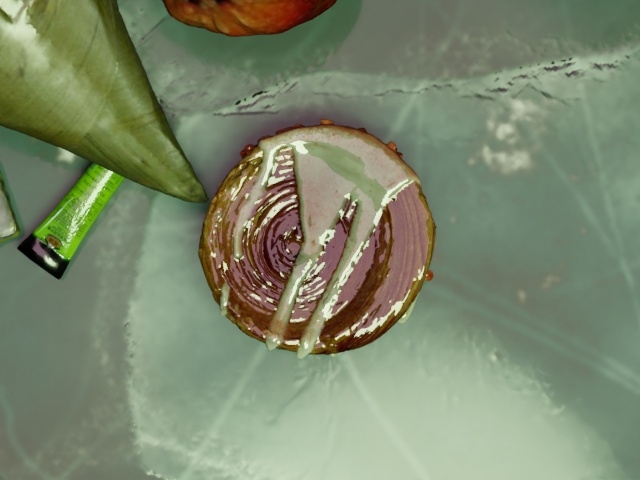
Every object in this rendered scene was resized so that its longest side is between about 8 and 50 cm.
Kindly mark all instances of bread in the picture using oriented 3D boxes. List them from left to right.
[{"bbox_3d":[0.000,0.000,0.916,0.160,0.073,0.160,0,84,4],"label":"bread"}]

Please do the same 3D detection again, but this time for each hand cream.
[{"bbox_3d":[-0.158,-0.032,0.944,0.036,0.023,0.122,37,88,-8],"label":"hand cream"}]

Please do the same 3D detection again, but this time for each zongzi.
[{"bbox_3d":[-0.273,-0.137,0.906,0.323,0.160,0.360,-15,118,26],"label":"zongzi"}]

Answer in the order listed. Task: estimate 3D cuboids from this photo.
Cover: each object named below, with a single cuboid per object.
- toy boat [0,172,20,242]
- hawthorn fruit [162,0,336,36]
[{"bbox_3d":[-0.270,-0.012,0.947,0.115,0.016,0.063,-20,85,-2],"label":"toy boat"},{"bbox_3d":[-0.051,-0.223,0.903,0.173,0.173,0.179,-12,59,-1],"label":"hawthorn fruit"}]
